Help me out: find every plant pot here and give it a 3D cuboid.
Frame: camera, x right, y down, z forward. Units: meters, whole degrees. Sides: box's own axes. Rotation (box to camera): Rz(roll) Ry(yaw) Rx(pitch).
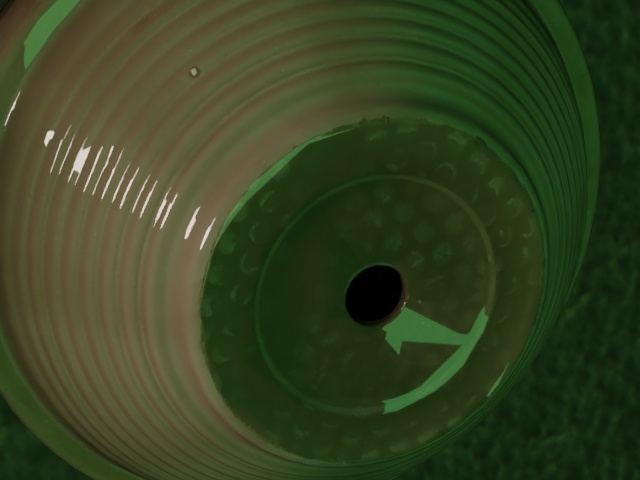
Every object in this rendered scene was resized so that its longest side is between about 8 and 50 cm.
[{"bbox_3d":[0.000,0.000,0.602,0.237,0.110,0.237,-8,114,-18],"label":"plant pot"}]
